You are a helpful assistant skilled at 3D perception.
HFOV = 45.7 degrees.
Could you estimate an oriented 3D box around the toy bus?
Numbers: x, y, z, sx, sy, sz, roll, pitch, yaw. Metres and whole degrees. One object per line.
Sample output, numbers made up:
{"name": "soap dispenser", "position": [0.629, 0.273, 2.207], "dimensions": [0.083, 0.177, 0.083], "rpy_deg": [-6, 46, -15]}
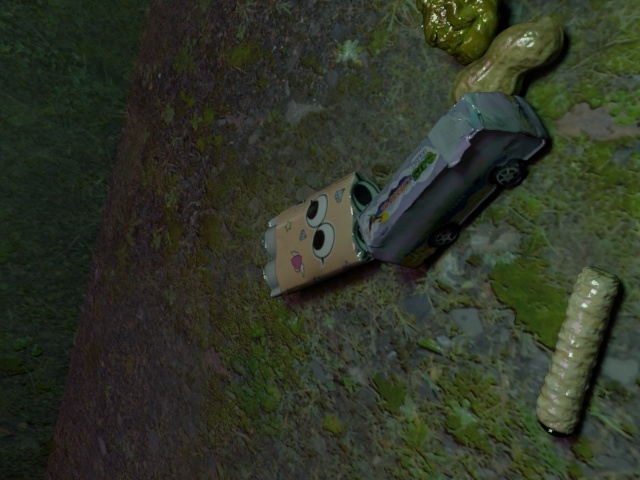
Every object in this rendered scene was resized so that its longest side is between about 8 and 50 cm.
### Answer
{"name": "toy bus", "position": [0.187, -0.090, 1.149], "dimensions": [0.317, 0.138, 0.112], "rpy_deg": [-52, 44, 38]}

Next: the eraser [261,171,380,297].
{"name": "eraser", "position": [0.000, 0.000, 1.446], "dimensions": [0.291, 0.087, 0.171], "rpy_deg": [-26, 60, 50]}

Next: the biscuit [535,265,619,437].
{"name": "biscuit", "position": [0.322, 0.142, 0.962], "dimensions": [0.061, 0.055, 0.219], "rpy_deg": [34, 110, 65]}

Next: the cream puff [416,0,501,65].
{"name": "cream puff", "position": [0.209, -0.348, 1.177], "dimensions": [0.146, 0.116, 0.146], "rpy_deg": [-174, 90, -81]}

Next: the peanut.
{"name": "peanut", "position": [0.274, -0.254, 1.114], "dimensions": [0.193, 0.089, 0.089], "rpy_deg": [-43, 49, 42]}
